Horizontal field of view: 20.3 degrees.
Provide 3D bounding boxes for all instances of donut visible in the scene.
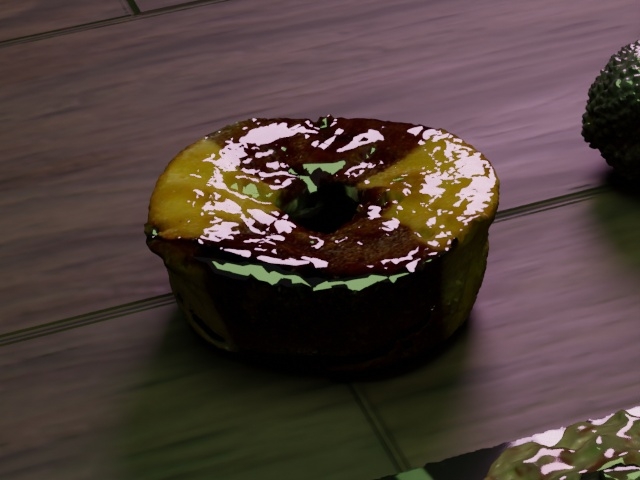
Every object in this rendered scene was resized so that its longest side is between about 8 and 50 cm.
[{"bbox_3d":[0.000,0.000,0.706,0.140,0.059,0.140,-3,34,2],"label":"donut"}]

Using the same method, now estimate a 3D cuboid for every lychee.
[{"bbox_3d":[0.150,-0.055,0.771,0.067,0.068,0.083,32,25,-21],"label":"lychee"}]

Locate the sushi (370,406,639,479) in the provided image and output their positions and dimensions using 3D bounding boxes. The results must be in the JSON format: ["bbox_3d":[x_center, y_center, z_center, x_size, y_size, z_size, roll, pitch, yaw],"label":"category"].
[{"bbox_3d":[0.096,0.090,0.552,0.215,0.051,0.192,-13,28,-13],"label":"sushi"}]
